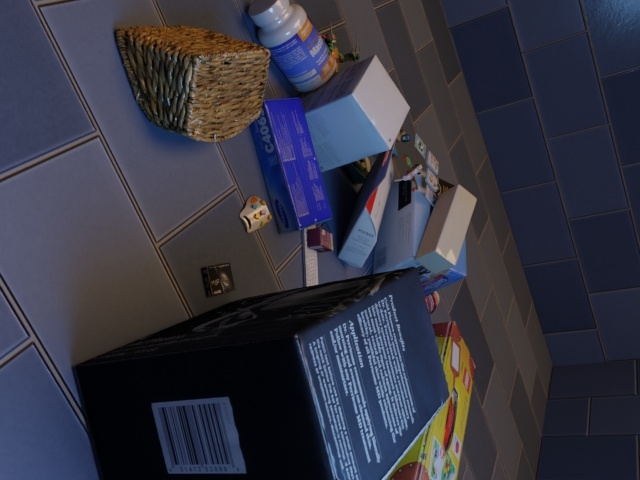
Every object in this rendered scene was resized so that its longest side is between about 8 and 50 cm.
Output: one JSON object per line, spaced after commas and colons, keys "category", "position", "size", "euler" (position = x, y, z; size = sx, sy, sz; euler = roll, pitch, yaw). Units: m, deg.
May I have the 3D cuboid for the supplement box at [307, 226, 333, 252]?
{"category": "supplement box", "position": [0.000, 0.000, 1.810], "size": [0.083, 0.043, 0.055], "euler": [28, 56, -61]}

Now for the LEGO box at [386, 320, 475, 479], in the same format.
{"category": "LEGO box", "position": [0.161, 0.461, 1.616], "size": [0.193, 0.372, 0.500], "euler": [61, 35, -28]}

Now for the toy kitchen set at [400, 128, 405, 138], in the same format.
{"category": "toy kitchen set", "position": [0.261, -0.417, 2.402], "size": [0.068, 0.083, 0.075], "euler": [-47, 131, -5]}

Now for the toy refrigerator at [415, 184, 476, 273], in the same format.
{"category": "toy refrigerator", "position": [0.397, -0.034, 1.980], "size": [0.094, 0.102, 0.270], "euler": [35, 58, -16]}

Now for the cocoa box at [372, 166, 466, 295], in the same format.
{"category": "cocoa box", "position": [0.339, -0.024, 2.159], "size": [0.227, 0.231, 0.347], "euler": [21, 58, -25]}

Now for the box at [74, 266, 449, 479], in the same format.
{"category": "box", "position": [-0.083, 0.267, 1.164], "size": [0.471, 0.479, 0.298], "euler": [-16, 93, -60]}

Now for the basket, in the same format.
{"category": "basket", "position": [-0.287, -0.350, 1.423], "size": [0.299, 0.222, 0.214], "euler": [-35, 143, -58]}

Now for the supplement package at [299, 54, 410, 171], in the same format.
{"category": "supplement package", "position": [0.077, -0.360, 1.827], "size": [0.199, 0.262, 0.198], "euler": [50, 48, -27]}

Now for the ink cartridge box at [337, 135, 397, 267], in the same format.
{"category": "ink cartridge box", "position": [0.181, -0.147, 1.905], "size": [0.091, 0.385, 0.308], "euler": [24, 48, -4]}

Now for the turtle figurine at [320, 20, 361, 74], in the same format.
{"category": "turtle figurine", "position": [0.050, -0.585, 2.053], "size": [0.175, 0.118, 0.234], "euler": [-18, 111, -45]}

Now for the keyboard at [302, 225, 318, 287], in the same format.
{"category": "keyboard", "position": [-0.027, 0.048, 1.799], "size": [0.072, 0.014, 0.256], "euler": [21, 63, -55]}

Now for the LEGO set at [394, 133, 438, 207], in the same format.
{"category": "LEGO set", "position": [0.307, -0.232, 2.026], "size": [0.244, 0.060, 0.183], "euler": [39, 51, -48]}

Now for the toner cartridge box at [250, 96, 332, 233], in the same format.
{"category": "toner cartridge box", "position": [-0.082, -0.205, 1.719], "size": [0.165, 0.075, 0.348], "euler": [-21, 98, -52]}

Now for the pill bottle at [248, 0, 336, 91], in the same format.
{"category": "pill bottle", "position": [-0.081, -0.565, 1.787], "size": [0.272, 0.152, 0.152], "euler": [48, 41, -42]}

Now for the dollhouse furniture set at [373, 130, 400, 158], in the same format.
{"category": "dollhouse furniture set", "position": [0.242, -0.383, 2.290], "size": [0.183, 0.129, 0.129], "euler": [33, 53, -50]}

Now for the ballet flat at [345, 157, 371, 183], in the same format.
{"category": "ballet flat", "position": [0.103, -0.282, 2.061], "size": [0.247, 0.087, 0.083], "euler": [49, 40, -39]}

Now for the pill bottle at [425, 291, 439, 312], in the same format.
{"category": "pill bottle", "position": [0.363, 0.226, 2.300], "size": [0.193, 0.108, 0.108], "euler": [-10, 89, -60]}

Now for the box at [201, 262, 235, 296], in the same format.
{"category": "box", "position": [-0.231, 0.088, 1.435], "size": [0.083, 0.018, 0.067], "euler": [-9, 87, -60]}

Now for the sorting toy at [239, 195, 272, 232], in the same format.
{"category": "sorting toy", "position": [-0.167, -0.059, 1.585], "size": [0.075, 0.044, 0.083], "euler": [-40, 115, -36]}
